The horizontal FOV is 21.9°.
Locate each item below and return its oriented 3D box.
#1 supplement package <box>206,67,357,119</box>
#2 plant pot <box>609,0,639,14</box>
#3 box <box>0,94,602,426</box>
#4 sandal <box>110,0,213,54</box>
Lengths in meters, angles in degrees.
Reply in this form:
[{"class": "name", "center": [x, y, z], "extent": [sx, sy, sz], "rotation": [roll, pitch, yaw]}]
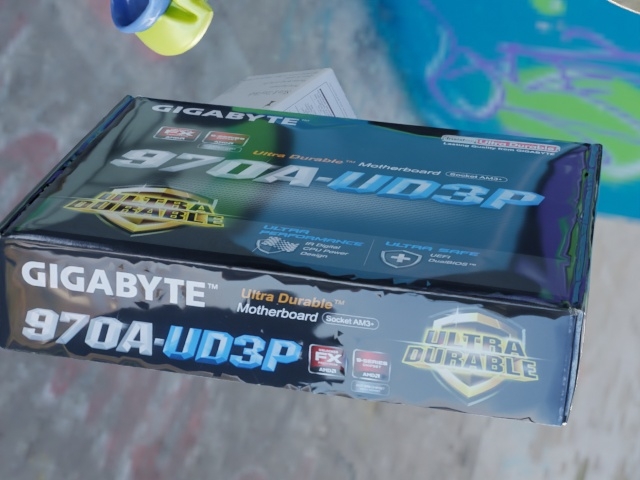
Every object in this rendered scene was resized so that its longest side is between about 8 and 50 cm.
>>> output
[{"class": "supplement package", "center": [-0.089, -0.043, 1.873], "extent": [0.262, 0.199, 0.198], "rotation": [-37, 110, -25]}, {"class": "plant pot", "center": [0.268, -0.150, 0.917], "extent": [0.236, 0.236, 0.032], "rotation": [14, 83, -63]}, {"class": "box", "center": [0.000, 0.000, 0.671], "extent": [0.175, 0.220, 0.051], "rotation": [-62, 157, -64]}, {"class": "sandal", "center": [-0.119, -0.288, 1.210], "extent": [0.138, 0.126, 0.317], "rotation": [5, 115, -31]}]
